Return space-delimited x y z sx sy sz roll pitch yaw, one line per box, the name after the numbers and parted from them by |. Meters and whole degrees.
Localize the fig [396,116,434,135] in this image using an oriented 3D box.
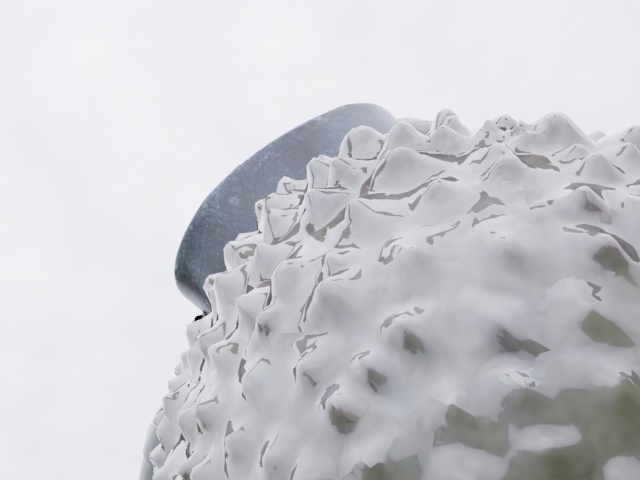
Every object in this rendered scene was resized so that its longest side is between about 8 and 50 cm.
0.132 -0.051 1.793 0.204 0.186 0.249 26 -27 -29 | fig

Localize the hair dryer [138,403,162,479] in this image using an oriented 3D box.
-0.102 0.170 1.608 0.235 0.091 0.271 -63 -2 -14 | hair dryer

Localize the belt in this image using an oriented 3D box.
0.000 0.000 1.033 0.190 0.082 0.141 -33 -35 -24 | belt

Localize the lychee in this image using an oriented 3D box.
0.101 0.125 0.791 0.380 0.432 0.380 -18 -54 -26 | lychee
